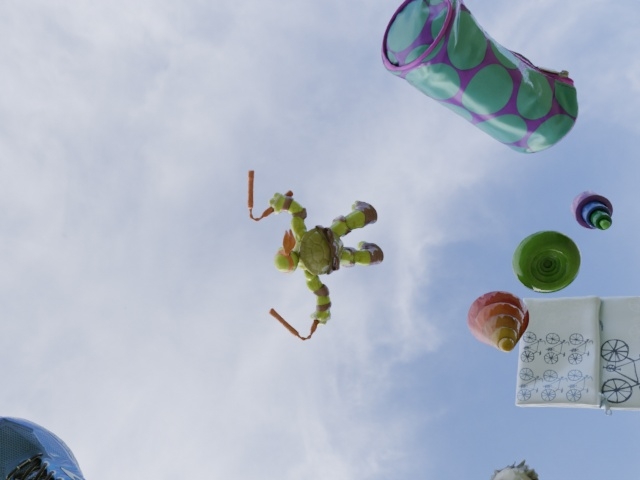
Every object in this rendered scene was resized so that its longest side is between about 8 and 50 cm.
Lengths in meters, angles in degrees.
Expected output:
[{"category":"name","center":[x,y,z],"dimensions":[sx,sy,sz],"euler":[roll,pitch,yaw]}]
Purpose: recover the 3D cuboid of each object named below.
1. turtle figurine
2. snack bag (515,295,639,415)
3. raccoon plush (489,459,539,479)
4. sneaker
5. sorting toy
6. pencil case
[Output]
[{"category":"turtle figurine","center":[0.000,0.000,0.989],"dimensions":[0.217,0.087,0.269],"euler":[-19,-90,-40]},{"category":"snack bag","center":[0.618,0.241,1.423],"dimensions":[0.037,0.343,0.323],"euler":[64,-146,-36]},{"category":"raccoon plush","center":[0.187,0.432,1.010],"dimensions":[0.299,0.446,0.216],"euler":[-35,-75,-3]},{"category":"sneaker","center":[-0.416,0.401,1.010],"dimensions":[0.330,0.147,0.130],"euler":[44,-124,7]},{"category":"sorting toy","center":[0.409,0.078,1.169],"dimensions":[0.127,0.126,0.365],"euler":[32,-70,-5]},{"category":"pencil case","center":[0.118,-0.120,0.463],"dimensions":[0.152,0.064,0.070],"euler":[20,-59,-33]}]
